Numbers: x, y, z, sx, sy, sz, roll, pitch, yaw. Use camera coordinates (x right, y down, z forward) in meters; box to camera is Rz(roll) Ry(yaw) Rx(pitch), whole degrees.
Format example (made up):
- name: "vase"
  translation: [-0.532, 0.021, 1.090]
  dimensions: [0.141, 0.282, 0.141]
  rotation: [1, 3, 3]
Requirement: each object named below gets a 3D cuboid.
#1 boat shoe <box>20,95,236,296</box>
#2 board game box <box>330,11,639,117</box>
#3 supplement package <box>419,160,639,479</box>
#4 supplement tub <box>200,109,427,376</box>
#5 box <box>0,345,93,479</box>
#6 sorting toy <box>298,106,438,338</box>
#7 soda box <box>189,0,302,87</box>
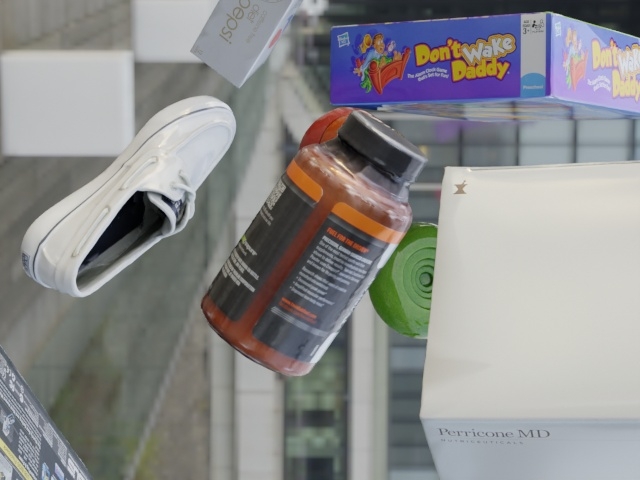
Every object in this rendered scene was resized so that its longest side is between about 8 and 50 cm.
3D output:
- name: "boat shoe"
  translation: [-0.158, -0.036, 1.425]
  dimensions: [0.258, 0.084, 0.095]
  rotation: [-46, 141, -23]
- name: "board game box"
  translation: [0.197, -0.170, 1.567]
  dimensions: [0.347, 0.233, 0.078]
  rotation: [-2, 93, -59]
- name: "supplement package"
  translation: [0.211, 0.066, 0.998]
  dimensions: [0.145, 0.262, 0.204]
  rotation: [69, 23, -50]
- name: "supplement tub"
  translation: [0.000, 0.000, 1.169]
  dimensions: [0.198, 0.106, 0.106]
  rotation: [-56, -174, 12]
- name: "box"
  translation: [-0.319, 0.265, 1.377]
  dimensions: [0.395, 0.097, 0.318]
  rotation: [71, 14, -53]
- name: "sorting toy"
  translation: [0.117, 0.016, 1.595]
  dimensions: [0.365, 0.127, 0.126]
  rotation: [59, -23, -7]
- name: "soda box"
  translation: [-0.059, -0.273, 1.674]
  dimensions: [0.216, 0.074, 0.069]
  rotation: [-54, 179, 40]
